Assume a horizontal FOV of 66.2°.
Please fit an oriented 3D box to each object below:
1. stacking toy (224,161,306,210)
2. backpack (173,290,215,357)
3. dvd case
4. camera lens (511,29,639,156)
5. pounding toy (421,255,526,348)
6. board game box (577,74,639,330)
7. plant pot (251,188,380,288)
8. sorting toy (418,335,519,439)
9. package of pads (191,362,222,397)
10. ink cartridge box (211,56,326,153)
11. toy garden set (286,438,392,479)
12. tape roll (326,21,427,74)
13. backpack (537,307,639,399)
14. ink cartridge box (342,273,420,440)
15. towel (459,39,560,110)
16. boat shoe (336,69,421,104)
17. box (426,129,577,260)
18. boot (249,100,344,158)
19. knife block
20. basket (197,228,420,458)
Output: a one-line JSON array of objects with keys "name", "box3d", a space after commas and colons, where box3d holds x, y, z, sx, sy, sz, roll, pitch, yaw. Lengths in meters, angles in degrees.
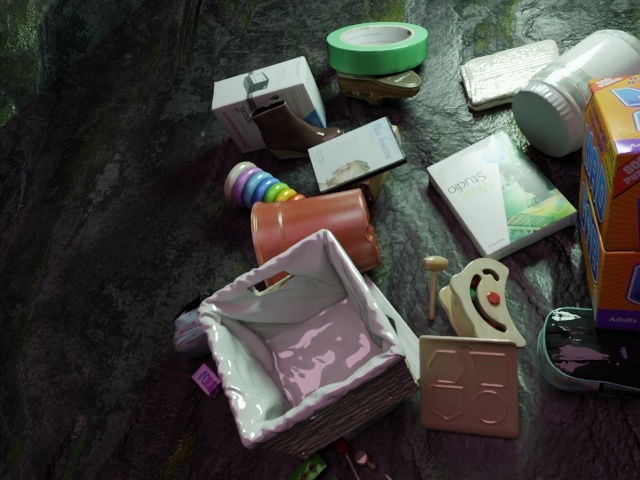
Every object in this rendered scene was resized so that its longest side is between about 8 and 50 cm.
[{"name": "stacking toy", "box3d": [-0.122, -0.112, 1.442, 0.330, 0.141, 0.141, 28, 73, 26]}, {"name": "backpack", "box3d": [-0.303, 0.228, 1.283, 0.182, 0.152, 0.115, -26, 44, 19]}, {"name": "dvd case", "box3d": [0.097, -0.237, 1.375, 0.253, 0.022, 0.180, -21, 54, 8]}, {"name": "camera lens", "box3d": [0.655, -0.366, 1.222, 0.274, 0.219, 0.219, -36, 54, -2]}, {"name": "pounding toy", "box3d": [0.348, 0.145, 1.121, 0.154, 0.155, 0.269, -11, 62, -19]}, {"name": "board game box", "box3d": [0.685, -0.079, 0.879, 0.356, 0.356, 0.356, 0, 35, 22]}, {"name": "plant pot", "box3d": [0.000, 0.000, 1.228, 0.265, 0.272, 0.272, -15, 56, 10]}, {"name": "sorting toy", "box3d": [0.302, 0.297, 1.007, 0.193, 0.038, 0.208, -1, 95, 21]}, {"name": "package of pads", "box3d": [-0.288, 0.359, 1.261, 0.083, 0.032, 0.050, 34, 79, 34]}, {"name": "ink cartridge box", "box3d": [-0.159, -0.425, 1.578, 0.308, 0.223, 0.129, -11, 57, 15]}, {"name": "toy garden set", "box3d": [0.067, 0.531, 1.006, 0.204, 0.049, 0.244, -45, 54, -7]}, {"name": "tape roll", "box3d": [0.181, -0.625, 1.582, 0.321, 0.077, 0.321, -4, 38, 3]}, {"name": "backpack", "box3d": [0.523, 0.218, 0.956, 0.188, 0.144, 0.165, 6, 61, 9]}, {"name": "ink cartridge box", "box3d": [0.086, 0.263, 1.151, 0.261, 0.066, 0.296, -35, 54, -3]}, {"name": "towel", "box3d": [0.563, -0.482, 1.439, 0.282, 0.049, 0.187, -10, 58, 14]}, {"name": "boat shoe", "box3d": [0.187, -0.491, 1.560, 0.307, 0.104, 0.111, 28, 52, 35]}, {"name": "box", "box3d": [0.448, -0.119, 1.251, 0.232, 0.058, 0.322, -27, 55, 4]}, {"name": "boot", "box3d": [-0.067, -0.343, 1.500, 0.248, 0.207, 0.090, -12, 56, 14]}, {"name": "knife block", "box3d": [0.136, -0.173, 1.390, 0.276, 0.088, 0.242, -25, 55, 5]}, {"name": "basket", "box3d": [-0.019, 0.219, 1.016, 0.328, 0.266, 0.331, -31, 54, 1]}]
